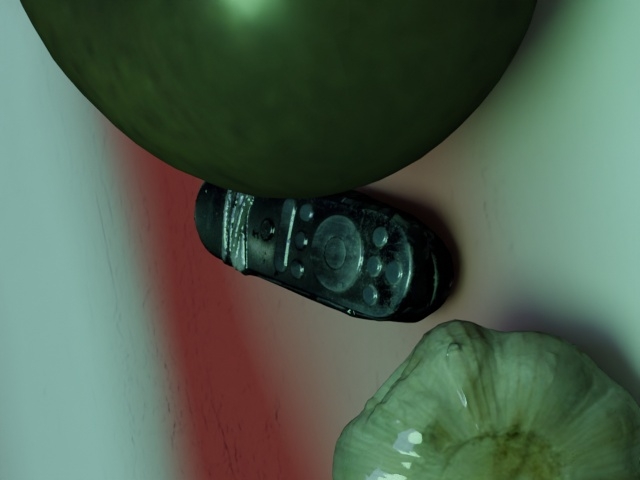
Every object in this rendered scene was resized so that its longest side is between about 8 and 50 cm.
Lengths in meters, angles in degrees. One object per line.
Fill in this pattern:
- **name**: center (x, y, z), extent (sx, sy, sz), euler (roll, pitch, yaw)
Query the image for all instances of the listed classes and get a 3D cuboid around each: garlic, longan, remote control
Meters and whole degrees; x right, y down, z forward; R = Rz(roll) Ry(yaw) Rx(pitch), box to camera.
- **garlic**: center (0.106, 0.161, 1.061), extent (0.212, 0.218, 0.219), euler (124, 133, -82)
- **longan**: center (-0.033, -0.197, 1.011), extent (0.361, 0.361, 0.361), euler (9, 103, 45)
- **remote control**: center (0.000, 0.000, 1.208), extent (0.266, 0.066, 0.090), euler (19, 97, 47)
